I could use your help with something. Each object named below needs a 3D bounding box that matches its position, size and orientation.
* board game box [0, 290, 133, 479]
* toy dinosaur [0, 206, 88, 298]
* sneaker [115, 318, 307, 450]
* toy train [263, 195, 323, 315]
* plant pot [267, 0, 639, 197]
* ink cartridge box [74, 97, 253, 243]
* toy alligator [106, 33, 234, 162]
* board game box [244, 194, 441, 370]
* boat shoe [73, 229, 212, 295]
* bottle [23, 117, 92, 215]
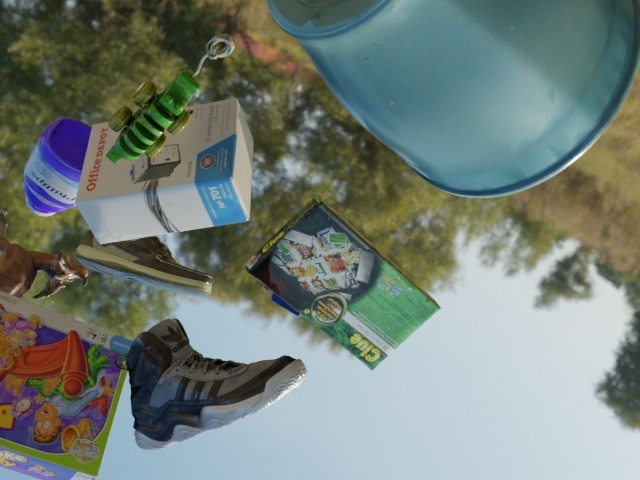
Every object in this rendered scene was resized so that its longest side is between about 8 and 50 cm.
[{"bbox_3d":[-0.473,0.203,1.365,0.347,0.078,0.233,24,-131,-19],"label":"board game box"},{"bbox_3d":[-0.596,0.080,1.769,0.200,0.295,0.127,38,146,7],"label":"toy dinosaur"},{"bbox_3d":[-0.153,0.164,1.179,0.101,0.269,0.153,-20,-94,-65],"label":"sneaker"},{"bbox_3d":[0.000,0.000,1.602,0.105,0.248,0.143,29,-146,12],"label":"toy train"},{"bbox_3d":[0.100,-0.207,0.807,0.255,0.271,0.272,25,-171,-44],"label":"plant pot"},{"bbox_3d":[-0.182,-0.083,1.106,0.082,0.191,0.139,73,-168,-49],"label":"ink cartridge box"},{"bbox_3d":[-0.157,-0.133,0.927,0.056,0.190,0.051,39,-155,-24],"label":"toy alligator"},{"bbox_3d":[0.035,0.063,1.241,0.260,0.136,0.030,41,-171,-31],"label":"board game box"},{"bbox_3d":[-0.263,0.026,1.388,0.224,0.073,0.080,13,164,15],"label":"boat shoe"},{"bbox_3d":[-0.450,-0.114,1.592,0.118,0.092,0.283,34,151,-16],"label":"bottle"}]
